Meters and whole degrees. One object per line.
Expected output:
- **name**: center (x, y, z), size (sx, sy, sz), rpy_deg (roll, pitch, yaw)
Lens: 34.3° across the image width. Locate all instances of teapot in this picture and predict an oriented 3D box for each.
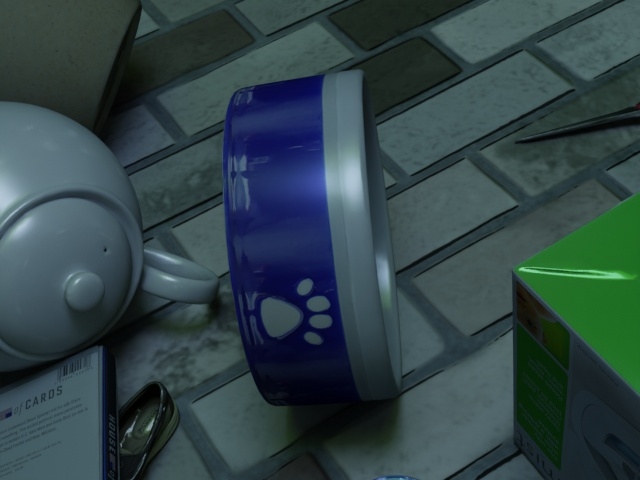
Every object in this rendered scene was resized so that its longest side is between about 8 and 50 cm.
- **teapot**: center (-0.238, 0.013, 0.874), size (0.187, 0.252, 0.256), rpy_deg (25, 55, 39)

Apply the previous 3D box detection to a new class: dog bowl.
- **dog bowl**: center (0.000, 0.000, 0.838), size (0.104, 0.264, 0.264), rpy_deg (-7, 48, 7)

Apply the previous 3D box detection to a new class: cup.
- **cup**: center (-0.326, -0.212, 1.078), size (0.237, 0.331, 0.331), rpy_deg (20, 50, -8)

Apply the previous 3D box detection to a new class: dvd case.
- **dvd case**: center (-0.238, 0.212, 0.807), size (0.179, 0.029, 0.238), rpy_deg (-23, 46, 14)

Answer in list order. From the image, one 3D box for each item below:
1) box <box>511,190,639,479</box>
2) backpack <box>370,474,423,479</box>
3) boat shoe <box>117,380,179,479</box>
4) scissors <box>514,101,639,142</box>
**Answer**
- **box**: center (0.256, 0.139, 0.697), size (0.127, 0.231, 0.262), rpy_deg (-28, 51, -15)
- **backpack**: center (0.057, 0.239, 0.717), size (0.158, 0.116, 0.173), rpy_deg (18, 51, 22)
- **boat shoe**: center (-0.169, 0.180, 0.847), size (0.056, 0.049, 0.152), rpy_deg (13, 52, 19)
- **scissors**: center (0.352, -0.141, 1.075), size (0.297, 0.021, 0.109), rpy_deg (-10, 24, 17)
